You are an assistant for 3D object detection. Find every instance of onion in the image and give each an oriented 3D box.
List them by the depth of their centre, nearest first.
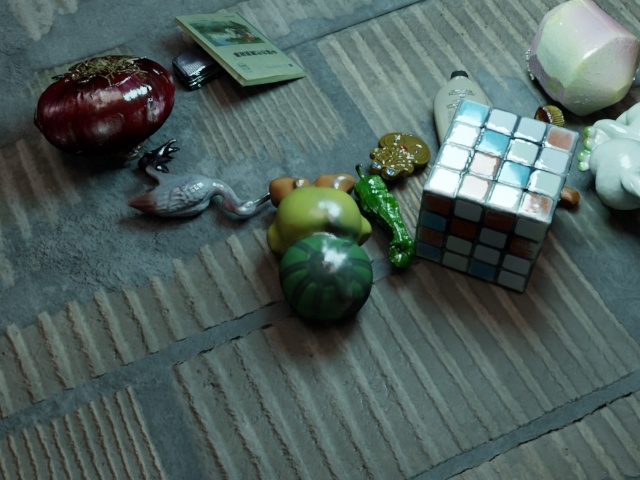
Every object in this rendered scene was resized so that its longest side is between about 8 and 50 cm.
[{"bbox_3d":[-0.467,-0.281,2.003,0.313,0.232,0.314,-10,22,4],"label":"onion"}]

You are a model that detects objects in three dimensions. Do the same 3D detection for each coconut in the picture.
[{"bbox_3d":[0.610,-0.408,2.096,0.233,0.233,0.245,-23,59,-15],"label":"coconut"}]

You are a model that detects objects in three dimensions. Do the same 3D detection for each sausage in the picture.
[{"bbox_3d":[0.503,-0.108,1.995,0.131,0.041,0.039,22,54,13],"label":"sausage"}]

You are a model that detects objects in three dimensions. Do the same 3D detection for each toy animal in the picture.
[{"bbox_3d":[0.000,0.000,1.834,0.216,0.191,0.338,-6,57,-4],"label":"toy animal"},{"bbox_3d":[0.693,-0.166,1.942,0.247,0.183,0.310,9,46,47],"label":"toy animal"},{"bbox_3d":[-0.275,-0.106,1.964,0.324,0.090,0.195,23,60,17],"label":"toy animal"}]

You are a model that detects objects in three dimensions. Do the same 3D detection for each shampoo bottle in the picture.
[{"bbox_3d":[0.321,-0.286,2.090,0.127,0.078,0.257,1,59,7],"label":"shampoo bottle"}]

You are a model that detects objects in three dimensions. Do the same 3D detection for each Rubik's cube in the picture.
[{"bbox_3d":[0.351,-0.091,1.856,0.253,0.256,0.259,20,59,12],"label":"Rubik's cube"}]

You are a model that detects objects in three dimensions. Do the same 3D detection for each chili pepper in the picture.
[{"bbox_3d":[0.137,-0.051,1.927,0.074,0.100,0.257,-45,53,21],"label":"chili pepper"}]

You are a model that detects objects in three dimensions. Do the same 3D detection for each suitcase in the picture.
[{"bbox_3d":[-0.289,-0.422,2.191,0.126,0.059,0.086,-33,61,-20],"label":"suitcase"}]

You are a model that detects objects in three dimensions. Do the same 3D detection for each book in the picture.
[{"bbox_3d":[-0.193,-0.467,2.193,0.282,0.025,0.214,43,39,24],"label":"book"}]

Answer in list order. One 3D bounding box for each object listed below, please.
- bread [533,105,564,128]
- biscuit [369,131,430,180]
[{"bbox_3d":[0.515,-0.267,2.077,0.053,0.085,0.085,-9,57,-13],"label":"bread"},{"bbox_3d":[0.177,-0.191,2.031,0.124,0.026,0.175,27,43,16],"label":"biscuit"}]
